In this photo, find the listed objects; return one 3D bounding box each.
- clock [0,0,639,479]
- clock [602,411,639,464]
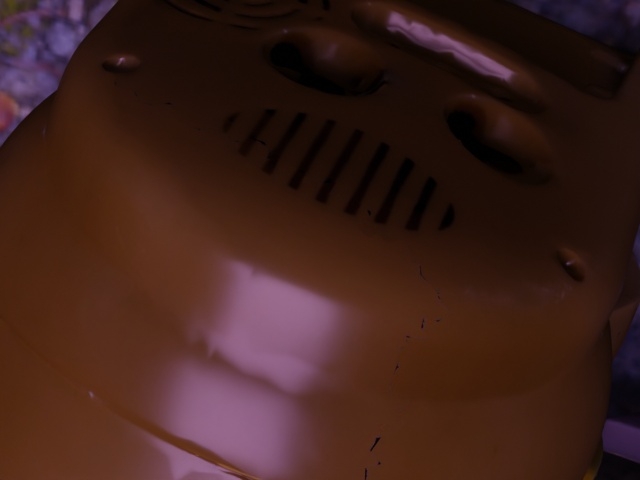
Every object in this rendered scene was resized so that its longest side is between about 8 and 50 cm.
[{"bbox_3d":[0.000,0.000,0.606,0.244,0.317,0.200,22,114,5],"label":"clock"},{"bbox_3d":[0.124,0.213,0.744,0.290,0.080,0.275,43,103,23],"label":"clock"}]
